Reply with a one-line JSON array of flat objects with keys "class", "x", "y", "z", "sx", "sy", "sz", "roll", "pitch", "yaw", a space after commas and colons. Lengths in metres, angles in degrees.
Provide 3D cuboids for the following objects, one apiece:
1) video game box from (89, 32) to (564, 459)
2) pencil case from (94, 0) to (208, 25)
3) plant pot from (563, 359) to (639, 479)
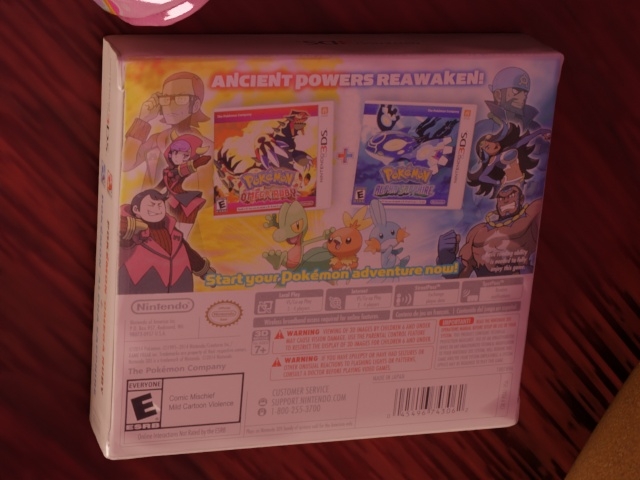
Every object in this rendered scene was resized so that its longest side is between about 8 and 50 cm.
[{"class": "video game box", "x": 0.000, "y": 0.000, "z": 0.803, "sx": 0.205, "sy": 0.048, "sz": 0.187, "roll": -2, "pitch": 113, "yaw": -20}, {"class": "pencil case", "x": -0.130, "y": -0.199, "z": 0.640, "sx": 0.284, "sy": 0.124, "sz": 0.124, "roll": 37, "pitch": 95, "yaw": -28}, {"class": "plant pot", "x": 0.213, "y": 0.143, "z": 0.858, "sx": 0.237, "sy": 0.237, "sz": 0.254, "roll": 18, "pitch": 88, "yaw": -25}]
